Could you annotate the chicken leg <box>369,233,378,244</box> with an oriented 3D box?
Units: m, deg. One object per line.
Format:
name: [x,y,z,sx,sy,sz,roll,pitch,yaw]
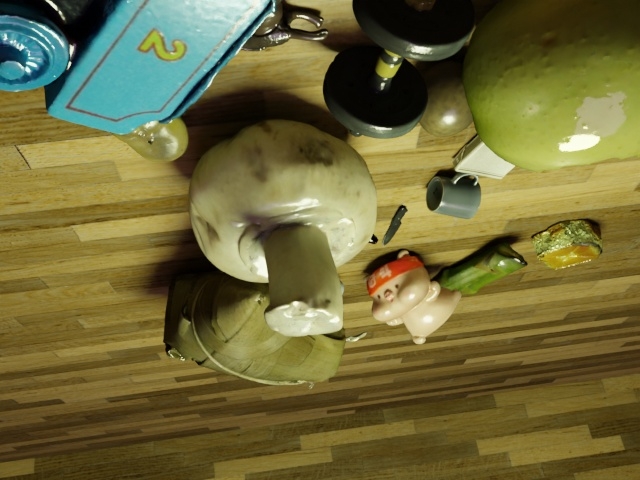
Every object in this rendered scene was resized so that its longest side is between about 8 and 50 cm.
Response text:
chicken leg: [0.000,0.000,1.340,0.234,0.063,0.105,3,146,-17]

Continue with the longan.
longan: [0.188,-0.209,0.962,0.119,0.106,0.106,-45,158,-16]

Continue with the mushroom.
mushroom: [-0.050,-0.004,1.018,0.315,0.336,0.314,-5,142,-4]

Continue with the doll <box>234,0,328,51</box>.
doll: [-0.071,-0.276,0.792,0.165,0.057,0.139,-5,156,2]

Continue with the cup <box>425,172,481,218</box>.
cup: [0.249,-0.090,1.232,0.077,0.078,0.100,6,131,-19]

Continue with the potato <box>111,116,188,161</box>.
potato: [-0.244,-0.164,0.935,0.092,0.070,0.138,-21,153,12]

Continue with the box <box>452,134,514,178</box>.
box: [0.324,-0.176,1.131,0.109,0.029,0.198,6,148,-26]

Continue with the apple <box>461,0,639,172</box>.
apple: [0.310,-0.209,0.819,0.279,0.279,0.279,-7,153,-4]

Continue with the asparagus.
asparagus: [0.355,0.088,1.597,0.082,0.085,0.343,-5,161,-34]

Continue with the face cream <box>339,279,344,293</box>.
face cream: [-0.029,0.088,1.506,0.084,0.057,0.198,-14,153,33]

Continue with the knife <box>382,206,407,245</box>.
knife: [0.153,-0.027,1.390,0.023,0.010,0.170,3,153,-10]

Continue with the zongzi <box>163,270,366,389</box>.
zongzi: [-0.034,0.205,1.363,0.500,0.218,0.467,20,167,-28]

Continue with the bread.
bread: [0.563,0.009,1.518,0.140,0.069,0.128,-26,148,36]

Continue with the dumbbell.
dumbbell: [0.090,-0.232,0.825,0.143,0.143,0.325,-1,152,-16]

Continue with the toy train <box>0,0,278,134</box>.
toy train: [-0.202,-0.259,0.653,0.265,0.188,0.300,11,144,-43]

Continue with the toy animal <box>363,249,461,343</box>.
toy animal: [0.204,0.123,1.527,0.198,0.171,0.171,39,137,-10]
